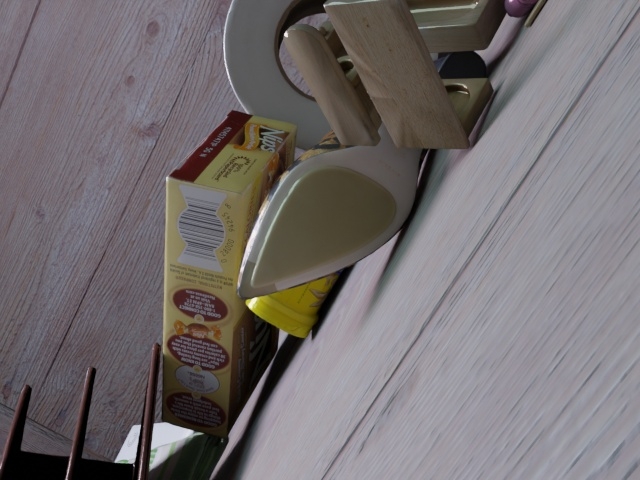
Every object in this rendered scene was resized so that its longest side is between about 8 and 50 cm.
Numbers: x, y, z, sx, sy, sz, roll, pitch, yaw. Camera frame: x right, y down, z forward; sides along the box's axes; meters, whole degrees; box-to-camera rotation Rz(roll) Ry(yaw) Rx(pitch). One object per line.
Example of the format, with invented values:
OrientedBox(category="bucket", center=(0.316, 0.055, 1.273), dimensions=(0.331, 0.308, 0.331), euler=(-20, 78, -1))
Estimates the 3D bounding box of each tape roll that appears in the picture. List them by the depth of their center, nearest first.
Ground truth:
OrientedBox(category="tape roll", center=(0.009, -0.224, 1.211), dimensions=(0.246, 0.246, 0.169), euler=(-61, 4, 3))

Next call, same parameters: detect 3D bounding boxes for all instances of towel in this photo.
OrientedBox(category="towel", center=(-0.239, 0.357, 1.194), dimensions=(0.325, 0.038, 0.247), euler=(-28, 32, 48))

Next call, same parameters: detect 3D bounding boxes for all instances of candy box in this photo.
OrientedBox(category="candy box", center=(-0.102, 0.038, 1.125), dimensions=(0.183, 0.088, 0.316), euler=(-58, -22, -57))

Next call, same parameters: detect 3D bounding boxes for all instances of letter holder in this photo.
OrientedBox(category="letter holder", center=(-0.251, 0.247, 1.018), dimensions=(0.302, 0.152, 0.214), euler=(-100, 23, -62))

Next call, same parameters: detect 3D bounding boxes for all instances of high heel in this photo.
OrientedBox(category="high heel", center=(0.021, -0.050, 0.839), dimensions=(0.261, 0.093, 0.186), euler=(-46, 9, -6))

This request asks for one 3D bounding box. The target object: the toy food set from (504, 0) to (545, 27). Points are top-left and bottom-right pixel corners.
OrientedBox(category="toy food set", center=(0.158, -0.200, 0.735), dimensions=(0.078, 0.019, 0.122), euler=(-59, 4, 30))

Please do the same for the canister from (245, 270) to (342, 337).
OrientedBox(category="canister", center=(0.000, 0.000, 1.015), dimensions=(0.170, 0.073, 0.126), euler=(-59, 3, 9))

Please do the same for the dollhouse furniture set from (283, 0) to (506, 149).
OrientedBox(category="dollhouse furniture set", center=(0.049, -0.162, 0.711), dimensions=(0.144, 0.123, 0.151), euler=(5, 52, 38))

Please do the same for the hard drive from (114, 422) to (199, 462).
OrientedBox(category="hard drive", center=(-0.267, 0.404, 1.309), dimensions=(0.233, 0.047, 0.353), euler=(-20, 40, 57))
